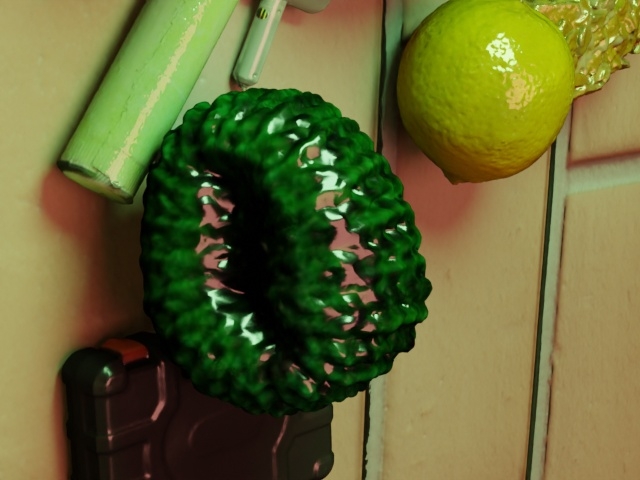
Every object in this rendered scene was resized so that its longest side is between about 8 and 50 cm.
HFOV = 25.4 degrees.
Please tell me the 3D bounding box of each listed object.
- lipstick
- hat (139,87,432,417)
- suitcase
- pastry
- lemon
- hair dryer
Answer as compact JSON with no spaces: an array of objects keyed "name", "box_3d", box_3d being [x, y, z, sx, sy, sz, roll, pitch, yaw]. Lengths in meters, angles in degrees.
[{"name":"lipstick","box_3d":[-0.127,-0.175,1.224,0.076,0.076,0.304,36,76,-42]},{"name":"hat","box_3d":[0.000,0.000,1.267,0.332,0.242,0.274,-16,108,-66]},{"name":"suitcase","box_3d":[-0.106,0.170,1.344,0.286,0.066,0.206,-15,111,-40]},{"name":"pastry","box_3d":[0.297,-0.231,1.580,0.250,0.102,0.154,-29,121,-34]},{"name":"lemon","box_3d":[0.164,-0.152,1.432,0.178,0.178,0.203,4,111,-43]},{"name":"hair dryer","box_3d":[-0.044,-0.202,1.316,0.082,0.047,0.137,18,95,-45]}]
